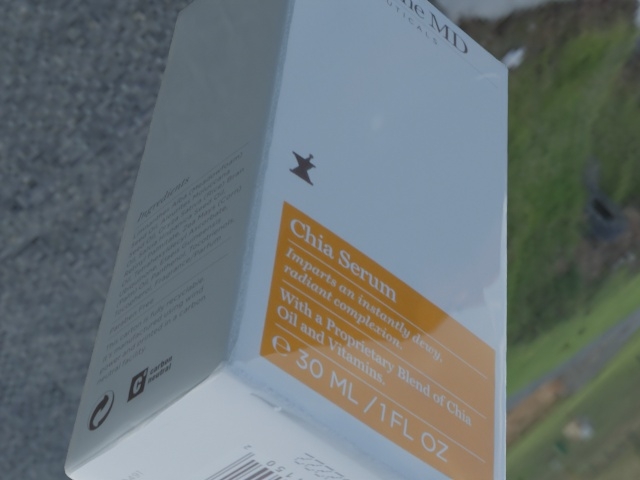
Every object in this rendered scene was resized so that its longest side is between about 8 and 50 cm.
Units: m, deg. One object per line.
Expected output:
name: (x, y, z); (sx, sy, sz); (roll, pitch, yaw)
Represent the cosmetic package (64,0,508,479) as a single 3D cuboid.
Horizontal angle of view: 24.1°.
cosmetic package: (0.000, 0.000, 1.043); (0.161, 0.230, 0.453); (-35, -147, 35)
